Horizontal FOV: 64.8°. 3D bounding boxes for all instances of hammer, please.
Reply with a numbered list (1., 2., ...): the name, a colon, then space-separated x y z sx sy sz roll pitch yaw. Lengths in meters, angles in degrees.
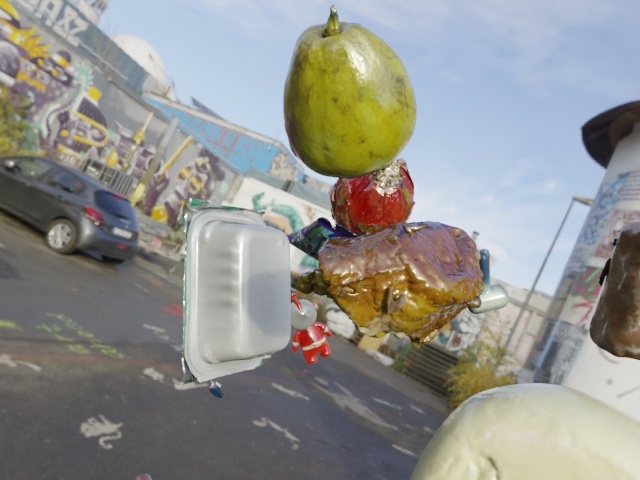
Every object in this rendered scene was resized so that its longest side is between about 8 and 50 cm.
1. hammer: 0.444 0.106 1.355 0.116 0.193 0.069 -13 26 -1

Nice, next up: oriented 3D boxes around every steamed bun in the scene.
1. steamed bun: 0.283 0.330 0.586 0.334 0.311 0.233 36 11 32

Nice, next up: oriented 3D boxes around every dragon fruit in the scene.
1. dragon fruit: 0.167 -0.128 1.627 0.278 0.277 0.342 26 -20 -7

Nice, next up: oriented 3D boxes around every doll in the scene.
1. doll: -0.048 0.287 1.675 0.244 0.143 0.076 66 -16 -4

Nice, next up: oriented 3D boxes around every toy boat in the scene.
1. toy boat: -0.325 0.461 1.573 0.038 0.038 0.083 22 -34 36

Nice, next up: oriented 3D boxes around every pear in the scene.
1. pear: 0.053 -0.294 1.038 0.288 0.287 0.375 23 -32 30

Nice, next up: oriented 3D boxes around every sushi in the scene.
1. sushi: 0.098 0.053 0.642 0.166 0.179 0.296 52 30 14

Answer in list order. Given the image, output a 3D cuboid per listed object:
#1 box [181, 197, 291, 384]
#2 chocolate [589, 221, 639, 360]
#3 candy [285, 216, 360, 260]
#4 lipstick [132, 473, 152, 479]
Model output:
1. box: -0.141 0.095 0.982 0.106 0.336 0.264 -4 -5 31
2. chocolate: 0.492 0.085 0.725 0.149 0.213 0.093 8 12 6
3. candy: 0.000 0.000 1.346 0.145 0.070 0.275 27 -21 -22
4. lipstick: -0.310 0.621 1.015 0.057 0.057 0.357 29 5 -43
